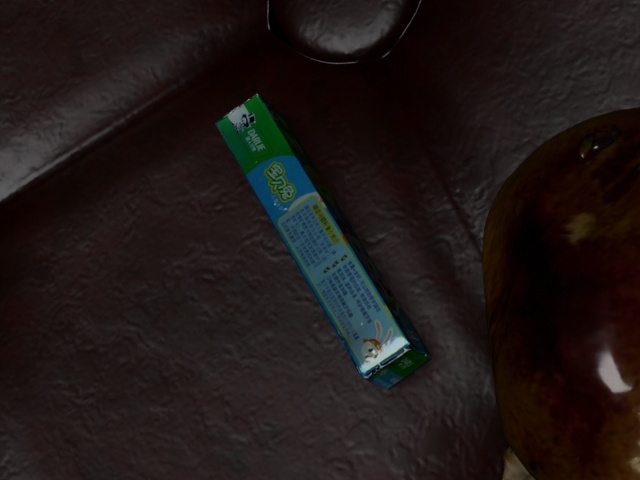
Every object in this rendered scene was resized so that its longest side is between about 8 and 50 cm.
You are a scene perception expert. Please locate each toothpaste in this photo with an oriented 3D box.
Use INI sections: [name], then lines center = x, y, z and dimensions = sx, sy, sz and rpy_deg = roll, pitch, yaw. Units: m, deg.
[toothpaste]
center = 0.000, 0.000, 1.575
dimensions = 0.050, 0.065, 0.267
rpy_deg = -36, 67, 11

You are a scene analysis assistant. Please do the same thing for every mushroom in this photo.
[mushroom]
center = 0.258, 0.060, 1.402
dimensions = 0.345, 0.260, 0.345
rpy_deg = -4, 52, 5
